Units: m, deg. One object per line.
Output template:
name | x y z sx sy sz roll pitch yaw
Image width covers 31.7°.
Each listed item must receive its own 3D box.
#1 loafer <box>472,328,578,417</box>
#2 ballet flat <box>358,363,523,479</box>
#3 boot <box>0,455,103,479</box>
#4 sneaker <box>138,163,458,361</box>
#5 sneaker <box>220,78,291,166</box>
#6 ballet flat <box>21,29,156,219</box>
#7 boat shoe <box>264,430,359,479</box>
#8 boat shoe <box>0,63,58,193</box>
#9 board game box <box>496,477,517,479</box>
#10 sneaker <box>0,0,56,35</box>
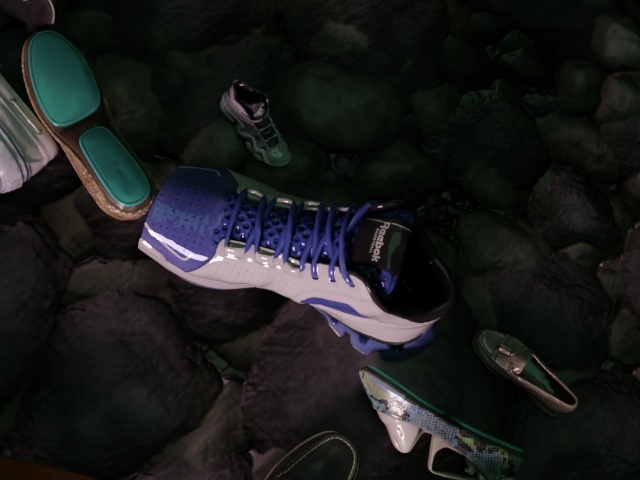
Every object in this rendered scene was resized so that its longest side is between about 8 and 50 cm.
loafer | 0.214 0.132 1.160 0.125 0.039 0.045 40 68 -2
ballet flat | 0.109 0.191 1.102 0.188 0.070 0.070 29 68 -3
boot | -0.330 0.263 0.907 0.280 0.096 0.264 26 37 -8
sneaker | 0.001 0.001 1.059 0.315 0.182 0.127 24 67 -9
sneaker | -0.061 -0.121 1.137 0.098 0.069 0.038 47 68 1
ballet flat | -0.229 -0.104 1.084 0.073 0.067 0.206 -25 80 -23
boat shoe | -0.037 0.263 1.027 0.080 0.073 0.223 46 67 0
boat shoe | -0.339 -0.151 1.068 0.076 0.083 0.226 -38 99 -34
board game box | 0.148 0.311 1.069 0.103 0.026 0.154 -7 94 -18
sneaker | -0.393 -0.325 1.083 0.330 0.122 0.146 24 59 -15
